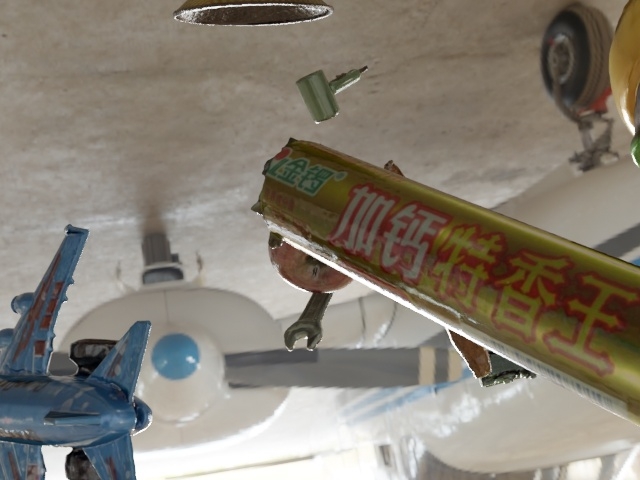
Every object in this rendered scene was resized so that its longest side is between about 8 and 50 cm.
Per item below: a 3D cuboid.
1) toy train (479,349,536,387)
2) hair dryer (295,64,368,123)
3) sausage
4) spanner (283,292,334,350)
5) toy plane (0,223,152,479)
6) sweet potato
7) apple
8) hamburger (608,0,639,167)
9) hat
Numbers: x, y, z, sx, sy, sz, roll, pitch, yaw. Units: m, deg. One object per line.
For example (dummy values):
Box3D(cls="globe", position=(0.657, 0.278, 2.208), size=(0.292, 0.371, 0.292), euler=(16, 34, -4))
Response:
Box3D(cls="toy train", position=(0.336, 0.203, 1.343), size=(0.170, 0.071, 0.111), euler=(-12, 162, -11))
Box3D(cls="hair dryer", position=(0.028, -0.240, 1.233), size=(0.047, 0.071, 0.150), euler=(-9, -158, 47))
Box3D(cls="sausage", position=(0.102, 0.027, 0.425), size=(0.082, 0.082, 0.371), euler=(7, -166, -45))
Box3D(cls="spanner", position=(0.020, 0.051, 1.306), size=(0.071, 0.302, 0.017), euler=(4, 145, 35))
Box3D(cls="toy plane", position=(-0.204, 0.121, 0.579), size=(0.105, 0.254, 0.271), euler=(8, 169, -41))
Box3D(cls="sweet potato", position=(0.126, 0.035, 0.874), size=(0.057, 0.265, 0.057), euler=(-24, -175, 2))
Box3D(cls="apple", position=(0.000, 0.000, 1.196), size=(0.153, 0.120, 0.153), euler=(1, 123, 1))
Box3D(cls="hamburger", position=(0.589, -0.208, 1.049), size=(0.395, 0.277, 0.396), euler=(-5, 133, -6))
Box3D(cls="hat", position=(-0.080, -0.305, 0.949), size=(0.193, 0.082, 0.193), euler=(-2, -172, 0))
